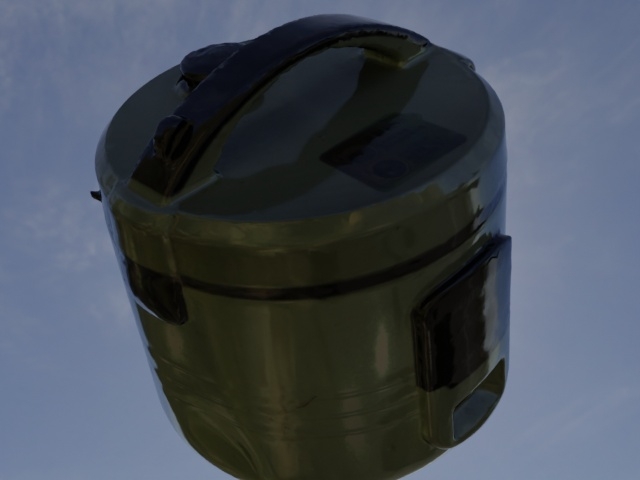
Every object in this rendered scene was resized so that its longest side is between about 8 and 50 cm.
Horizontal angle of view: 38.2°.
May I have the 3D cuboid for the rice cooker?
[{"bbox_3d":[0.000,0.000,0.511,0.225,0.226,0.244,-4,-56,7],"label":"rice cooker"}]
